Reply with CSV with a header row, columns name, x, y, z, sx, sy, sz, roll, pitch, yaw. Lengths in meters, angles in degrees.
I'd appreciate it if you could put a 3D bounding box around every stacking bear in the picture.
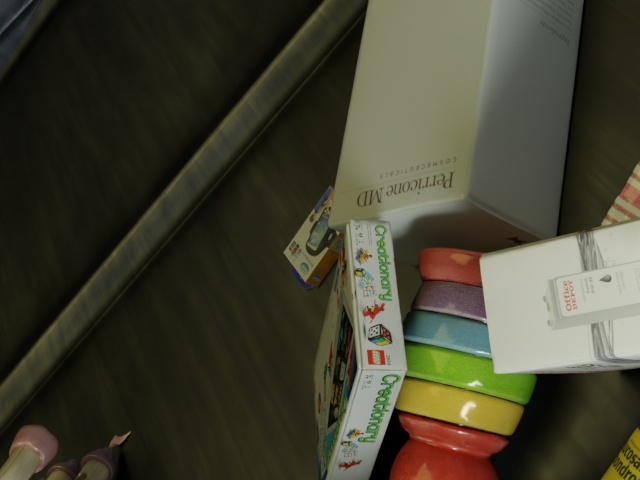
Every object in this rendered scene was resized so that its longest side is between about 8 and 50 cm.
name,x,y,z,sx,sy,sz,roll,pitch,yaw
stacking bear,0.151,0.166,1.233,0.175,0.164,0.289,3,77,52

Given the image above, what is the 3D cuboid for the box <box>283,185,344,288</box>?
name,x,y,z,sx,sy,sz,roll,pitch,yaw
box,0.000,0.000,1.609,0.136,0.028,0.081,-54,38,12

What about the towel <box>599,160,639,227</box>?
name,x,y,z,sx,sy,sz,roll,pitch,yaw
towel,0.363,-0.040,1.185,0.197,0.029,0.144,-59,36,8

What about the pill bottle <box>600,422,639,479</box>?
name,x,y,z,sx,sy,sz,roll,pitch,yaw
pill bottle,0.322,0.203,1.035,0.184,0.103,0.103,-58,37,9

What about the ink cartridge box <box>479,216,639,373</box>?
name,x,y,z,sx,sy,sz,roll,pitch,yaw
ink cartridge box,0.315,0.046,1.027,0.283,0.207,0.117,-16,75,43

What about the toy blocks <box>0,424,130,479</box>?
name,x,y,z,sx,sy,sz,roll,pitch,yaw
toy blocks,-0.431,0.433,1.778,0.288,0.309,0.260,-28,16,24

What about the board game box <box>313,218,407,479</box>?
name,x,y,z,sx,sy,sz,roll,pitch,yaw
board game box,0.038,0.146,1.314,0.305,0.053,0.193,102,167,-51

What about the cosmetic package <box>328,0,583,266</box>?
name,x,y,z,sx,sy,sz,roll,pitch,yaw
cosmetic package,0.173,-0.214,1.407,0.230,0.161,0.453,-11,62,48
